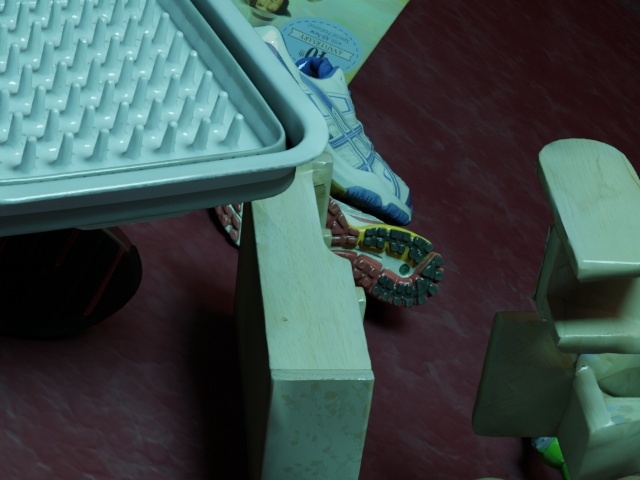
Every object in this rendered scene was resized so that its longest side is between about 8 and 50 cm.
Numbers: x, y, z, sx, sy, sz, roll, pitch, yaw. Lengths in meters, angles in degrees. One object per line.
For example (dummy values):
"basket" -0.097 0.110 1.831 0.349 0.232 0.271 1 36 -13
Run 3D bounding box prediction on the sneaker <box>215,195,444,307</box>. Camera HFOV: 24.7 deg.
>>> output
"sneaker" 0.000 0.000 1.367 0.225 0.088 0.093 26 0 -16

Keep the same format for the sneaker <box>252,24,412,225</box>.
"sneaker" 0.009 -0.104 1.398 0.296 0.112 0.131 31 67 -52

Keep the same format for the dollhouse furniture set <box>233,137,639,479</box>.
"dollhouse furniture set" 0.141 0.077 1.120 0.394 0.362 0.256 1 38 -9

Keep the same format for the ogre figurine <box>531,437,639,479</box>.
"ogre figurine" 0.258 0.213 1.336 0.197 0.097 0.118 61 19 15

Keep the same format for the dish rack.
"dish rack" -0.181 -0.118 0.996 0.285 0.072 0.333 -9 44 -31

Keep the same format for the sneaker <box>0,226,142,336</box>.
"sneaker" -0.262 -0.038 1.018 0.314 0.116 0.136 22 29 -32

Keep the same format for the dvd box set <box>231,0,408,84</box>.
"dvd box set" -0.044 -0.286 1.353 0.308 0.420 0.062 23 26 -33
